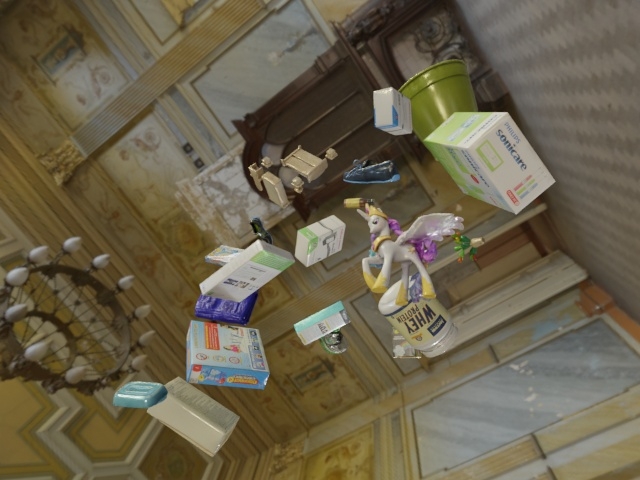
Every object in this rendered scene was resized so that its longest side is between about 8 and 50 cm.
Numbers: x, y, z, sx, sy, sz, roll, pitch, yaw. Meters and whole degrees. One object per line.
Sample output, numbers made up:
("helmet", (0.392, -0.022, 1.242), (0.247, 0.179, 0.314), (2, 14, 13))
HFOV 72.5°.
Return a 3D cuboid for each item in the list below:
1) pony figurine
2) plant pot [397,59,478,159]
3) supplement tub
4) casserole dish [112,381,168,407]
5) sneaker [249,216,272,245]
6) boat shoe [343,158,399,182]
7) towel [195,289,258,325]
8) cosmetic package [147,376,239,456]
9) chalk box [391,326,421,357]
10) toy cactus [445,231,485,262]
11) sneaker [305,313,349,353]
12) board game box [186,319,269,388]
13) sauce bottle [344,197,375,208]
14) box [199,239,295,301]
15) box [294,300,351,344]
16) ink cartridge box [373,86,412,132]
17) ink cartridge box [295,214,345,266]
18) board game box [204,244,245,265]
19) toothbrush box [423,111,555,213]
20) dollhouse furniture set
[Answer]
("pony figurine", (0.299, 0.040, 1.536), (0.351, 0.303, 0.363), (9, -123, -15))
("plant pot", (0.583, -0.578, 2.049), (0.353, 0.366, 0.366), (68, -163, 11))
("supplement tub", (0.451, 0.350, 2.011), (0.325, 0.235, 0.235), (48, -164, -5))
("casserole dish", (-0.609, 0.516, 1.474), (0.114, 0.188, 0.037), (-40, -54, -71))
("sneaker", (-0.329, -0.038, 2.378), (0.188, 0.067, 0.078), (59, -144, -17))
("boat shoe", (0.191, -0.262, 1.624), (0.109, 0.258, 0.089), (-19, -73, -44))
("towel", (-0.507, 0.327, 2.353), (0.076, 0.308, 0.227), (74, -153, -56))
("cosmetic package", (-0.493, 0.681, 1.708), (0.309, 0.113, 0.160), (29, -174, 10))
("chalk box", (0.481, 0.545, 2.438), (0.132, 0.132, 0.213), (31, -124, -57))
("toy cactus", (0.786, 0.027, 2.335), (0.219, 0.180, 0.112), (52, -131, -12))
("sneaker", (0.063, 0.516, 2.392), (0.343, 0.146, 0.134), (46, -140, -37))
("board game box", (-0.385, 0.461, 1.782), (0.302, 0.086, 0.308), (13, -162, -21))
("sauce bottle", (0.163, -0.157, 1.820), (0.042, 0.128, 0.042), (-1, -90, -72))
("box", (-0.290, 0.131, 1.757), (0.232, 0.322, 0.058), (28, -149, -58))
("box", (0.009, 0.379, 2.006), (0.100, 0.244, 0.060), (65, 177, -38))
("ink cartridge box", (0.300, -0.525, 1.798), (0.203, 0.086, 0.148), (-3, -90, -58))
("ink cartridge box", (0.000, 0.000, 2.489), (0.115, 0.273, 0.198), (40, 139, 33))
("board game box", (-0.496, 0.085, 2.324), (0.136, 0.201, 0.035), (-42, -48, -45))
("toothbrush box", (0.407, -0.205, 1.095), (0.206, 0.122, 0.283), (47, -175, -17))
("dollhouse furniture set", (-0.131, -0.357, 2.258), (0.303, 0.355, 0.174), (35, 156, 31))
